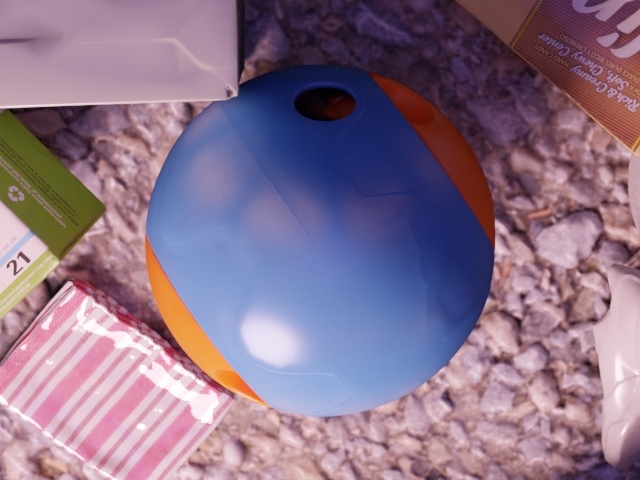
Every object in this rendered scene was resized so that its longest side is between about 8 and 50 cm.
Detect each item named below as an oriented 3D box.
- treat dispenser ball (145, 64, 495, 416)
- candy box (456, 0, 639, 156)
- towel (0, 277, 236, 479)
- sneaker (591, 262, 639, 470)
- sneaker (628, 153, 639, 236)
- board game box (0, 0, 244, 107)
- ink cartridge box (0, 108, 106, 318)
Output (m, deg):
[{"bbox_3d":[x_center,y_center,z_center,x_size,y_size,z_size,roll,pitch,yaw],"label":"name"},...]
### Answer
[{"bbox_3d":[0.000,0.000,1.106,0.288,0.288,0.288,0,101,-2],"label":"treat dispenser ball"},{"bbox_3d":[0.217,-0.244,1.159,0.316,0.087,0.183,39,107,-10],"label":"candy box"},{"bbox_3d":[-0.197,0.144,1.258,0.197,0.029,0.144,39,98,-9],"label":"towel"},{"bbox_3d":[0.287,0.115,1.255,0.080,0.094,0.212,-19,129,-31],"label":"sneaker"},{"bbox_3d":[0.366,-0.002,1.238,0.121,0.079,0.217,-20,102,-9],"label":"sneaker"},{"bbox_3d":[-0.172,-0.165,1.057,0.224,0.303,0.097,-1,101,-3],"label":"board game box"},{"bbox_3d":[-0.343,-0.046,1.145,0.255,0.097,0.189,45,124,-10],"label":"ink cartridge box"}]
